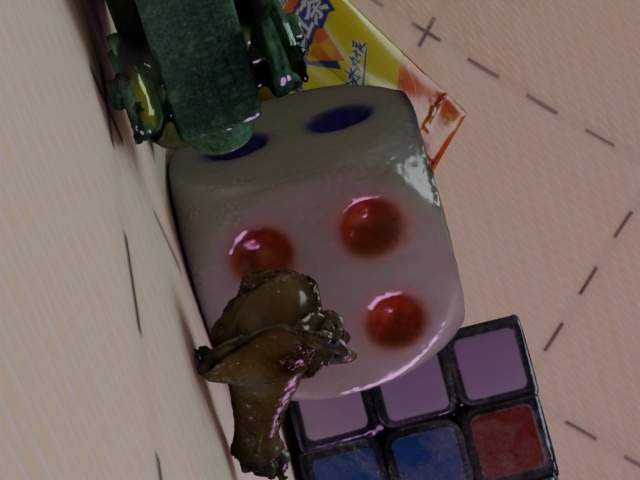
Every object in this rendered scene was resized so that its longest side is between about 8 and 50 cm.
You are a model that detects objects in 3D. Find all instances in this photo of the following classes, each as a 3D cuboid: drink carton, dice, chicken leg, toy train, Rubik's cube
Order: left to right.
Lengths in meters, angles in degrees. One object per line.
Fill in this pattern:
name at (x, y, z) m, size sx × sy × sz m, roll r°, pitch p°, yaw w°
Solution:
toy train at (-0.131, -0.257, 1.026) m, size 0.397 × 0.160 × 0.253 m, roll 76°, pitch -9°, yaw -45°
chicken leg at (-0.049, 0.115, 1.145) m, size 0.196 × 0.125 × 0.080 m, roll -62°, pitch -175°, yaw 24°
drink carton at (-0.012, -0.191, 1.487) m, size 0.351 × 0.154 × 0.111 m, roll 40°, pitch -20°, yaw -25°
dice at (0.000, 0.000, 1.360) m, size 0.243 × 0.251 × 0.259 m, roll -105°, pitch 179°, yaw -63°
Rubik's cube at (0.148, 0.324, 1.954) m, size 0.363 × 0.362 × 0.358 m, roll 65°, pitch 13°, yaw -77°

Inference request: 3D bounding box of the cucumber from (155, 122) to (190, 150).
cucumber at (-0.135, -0.132, 1.254) m, size 0.112 × 0.064 × 0.064 m, roll -104°, pitch 179°, yaw -48°
